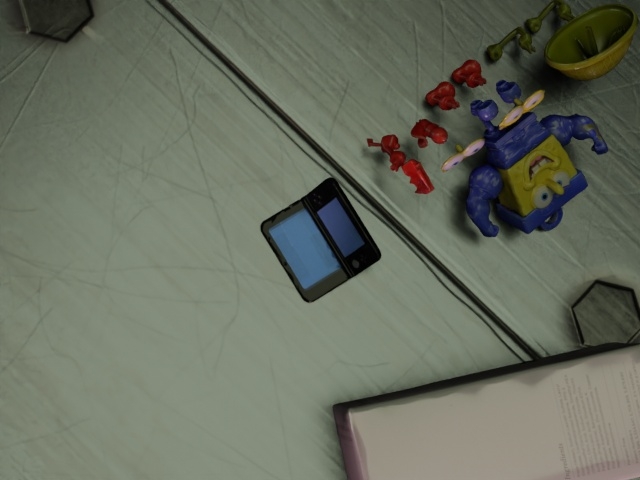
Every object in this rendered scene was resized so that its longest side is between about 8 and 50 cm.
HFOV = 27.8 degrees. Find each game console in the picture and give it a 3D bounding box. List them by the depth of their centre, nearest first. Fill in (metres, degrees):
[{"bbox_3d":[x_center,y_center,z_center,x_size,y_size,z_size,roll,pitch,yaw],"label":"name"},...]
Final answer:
[{"bbox_3d":[0.000,0.000,1.629,0.071,0.107,0.122,-30,87,-35],"label":"game console"}]

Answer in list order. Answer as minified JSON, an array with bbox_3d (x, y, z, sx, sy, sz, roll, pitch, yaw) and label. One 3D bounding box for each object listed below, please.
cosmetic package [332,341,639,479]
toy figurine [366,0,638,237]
[{"bbox_3d":[0.220,0.230,1.547,0.385,0.217,0.156,-10,85,-8],"label":"cosmetic package"},{"bbox_3d":[0.267,-0.121,1.655,0.362,0.191,0.217,-38,118,-14],"label":"toy figurine"}]
